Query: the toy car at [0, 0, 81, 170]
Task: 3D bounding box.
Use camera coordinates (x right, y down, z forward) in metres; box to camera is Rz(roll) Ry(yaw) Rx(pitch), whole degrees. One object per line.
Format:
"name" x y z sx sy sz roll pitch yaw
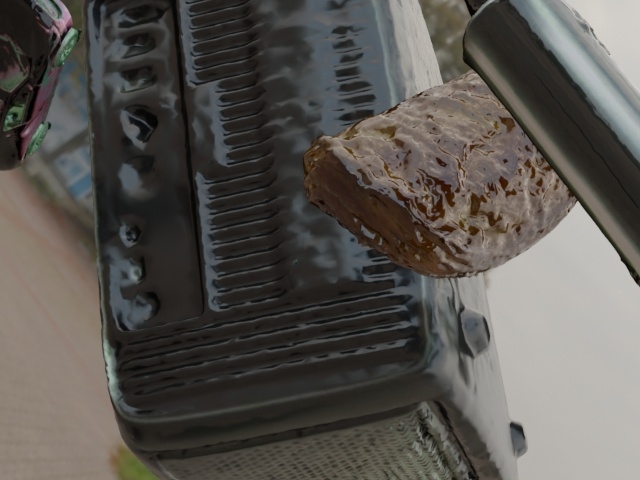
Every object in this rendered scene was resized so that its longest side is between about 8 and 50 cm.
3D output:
"toy car" -0.182 -0.092 0.751 0.069 0.055 0.142 31 -40 -1

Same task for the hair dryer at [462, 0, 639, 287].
"hair dryer" 0.183 -0.028 0.457 0.284 0.320 0.156 61 13 2

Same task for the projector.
"projector" 0.000 0.000 1.001 0.405 0.242 0.395 60 21 -64

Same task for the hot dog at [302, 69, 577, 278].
"hot dog" 0.060 -0.035 0.630 0.099 0.147 0.065 37 -42 33
